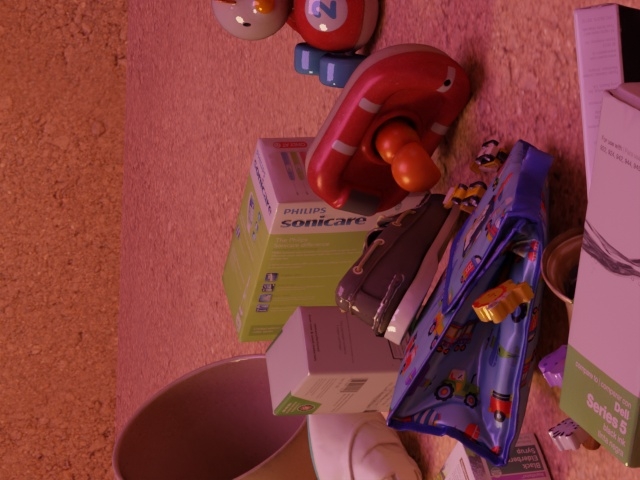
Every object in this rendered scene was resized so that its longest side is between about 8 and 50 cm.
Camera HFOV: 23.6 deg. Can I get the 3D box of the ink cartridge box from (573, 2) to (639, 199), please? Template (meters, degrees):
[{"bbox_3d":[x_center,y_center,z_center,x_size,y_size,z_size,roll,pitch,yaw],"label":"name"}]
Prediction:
[{"bbox_3d":[0.275,-0.088,1.290,0.045,0.206,0.208,-2,92,31],"label":"ink cartridge box"}]

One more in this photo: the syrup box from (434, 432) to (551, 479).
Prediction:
[{"bbox_3d":[0.179,0.319,1.756,0.237,0.093,0.096,111,150,-49],"label":"syrup box"}]

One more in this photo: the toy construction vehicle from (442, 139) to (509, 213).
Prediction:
[{"bbox_3d":[0.181,-0.065,1.726,0.085,0.035,0.098,-64,13,-17],"label":"toy construction vehicle"}]

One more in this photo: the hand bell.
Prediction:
[{"bbox_3d":[0.274,0.116,1.489,0.126,0.126,0.242,-118,18,-49],"label":"hand bell"}]

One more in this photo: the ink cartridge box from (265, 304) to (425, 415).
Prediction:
[{"bbox_3d":[0.061,0.147,1.875,0.160,0.220,0.092,126,140,-60],"label":"ink cartridge box"}]

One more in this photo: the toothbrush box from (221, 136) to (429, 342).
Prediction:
[{"bbox_3d":[0.000,0.000,2.038,0.283,0.206,0.122,108,152,-47],"label":"toothbrush box"}]

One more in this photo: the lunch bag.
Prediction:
[{"bbox_3d":[0.186,0.044,1.578,0.221,0.138,0.293,-63,-9,-67],"label":"lunch bag"}]

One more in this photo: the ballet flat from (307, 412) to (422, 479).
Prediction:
[{"bbox_3d":[0.088,0.366,2.006,0.139,0.139,0.400,143,117,-67],"label":"ballet flat"}]

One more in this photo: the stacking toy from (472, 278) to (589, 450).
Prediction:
[{"bbox_3d":[0.237,0.120,1.375,0.167,0.052,0.221,58,162,-13],"label":"stacking toy"}]

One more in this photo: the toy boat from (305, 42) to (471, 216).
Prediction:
[{"bbox_3d":[0.094,-0.113,1.800,0.231,0.151,0.151,-60,41,22],"label":"toy boat"}]

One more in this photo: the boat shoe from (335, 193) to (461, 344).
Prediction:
[{"bbox_3d":[0.093,0.012,1.754,0.305,0.091,0.109,-59,-8,-62],"label":"boat shoe"}]

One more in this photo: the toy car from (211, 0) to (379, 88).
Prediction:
[{"bbox_3d":[-0.059,-0.327,2.099,0.210,0.238,0.219,-143,52,-65],"label":"toy car"}]

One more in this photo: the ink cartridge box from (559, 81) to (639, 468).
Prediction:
[{"bbox_3d":[0.311,0.022,1.181,0.115,0.198,0.272,-135,45,-60],"label":"ink cartridge box"}]

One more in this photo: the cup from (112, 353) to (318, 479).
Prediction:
[{"bbox_3d":[-0.121,0.367,2.354,0.237,0.331,0.331,67,170,-27],"label":"cup"}]
